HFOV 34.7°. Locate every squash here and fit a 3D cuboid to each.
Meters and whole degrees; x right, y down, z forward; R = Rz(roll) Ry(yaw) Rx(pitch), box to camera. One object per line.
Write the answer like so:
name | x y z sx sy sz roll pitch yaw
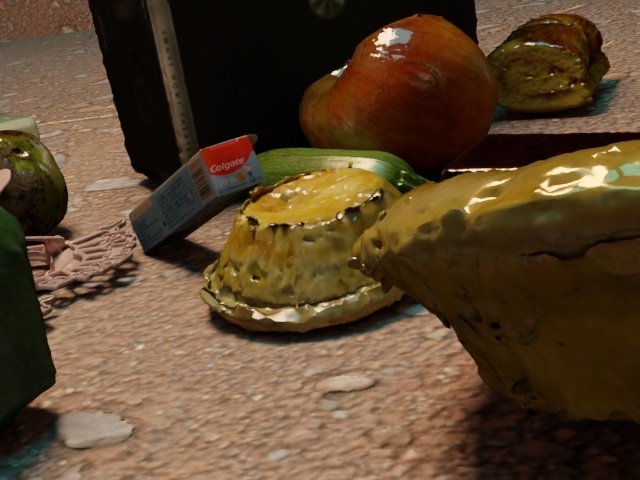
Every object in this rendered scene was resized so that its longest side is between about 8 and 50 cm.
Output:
squash | 0.008 -0.054 0.983 0.219 0.077 0.068 7 66 36

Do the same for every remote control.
remote control | -0.553 -0.159 1.571 0.140 0.056 0.296 -22 22 -36

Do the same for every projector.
projector | -0.046 -0.289 1.181 0.405 0.395 0.242 -20 22 -23

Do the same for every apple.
apple | 0.078 -0.137 1.037 0.173 0.160 0.195 7 -31 -39

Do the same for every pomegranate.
pomegranate | -0.346 -0.051 1.066 0.163 0.125 0.138 -5 32 15

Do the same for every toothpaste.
toothpaste | -0.107 -0.040 0.925 0.070 0.044 0.193 -21 -4 -32

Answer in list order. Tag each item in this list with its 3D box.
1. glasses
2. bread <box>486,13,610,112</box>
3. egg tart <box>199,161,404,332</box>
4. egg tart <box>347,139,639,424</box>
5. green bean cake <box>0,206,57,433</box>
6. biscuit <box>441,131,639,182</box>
glasses | -0.268 0.013 0.901 0.162 0.095 0.255 9 28 24
bread | 0.283 -0.222 1.273 0.132 0.103 0.172 0 22 26
egg tart | 0.000 -0.002 0.826 0.212 0.090 0.212 -12 19 4
egg tart | 0.181 0.020 0.530 0.341 0.132 0.341 -6 -2 0
green bean cake | -0.370 0.080 0.653 0.300 0.169 0.308 8 25 37
biscuit | 0.291 -0.042 0.813 0.388 0.073 0.107 3 24 31
